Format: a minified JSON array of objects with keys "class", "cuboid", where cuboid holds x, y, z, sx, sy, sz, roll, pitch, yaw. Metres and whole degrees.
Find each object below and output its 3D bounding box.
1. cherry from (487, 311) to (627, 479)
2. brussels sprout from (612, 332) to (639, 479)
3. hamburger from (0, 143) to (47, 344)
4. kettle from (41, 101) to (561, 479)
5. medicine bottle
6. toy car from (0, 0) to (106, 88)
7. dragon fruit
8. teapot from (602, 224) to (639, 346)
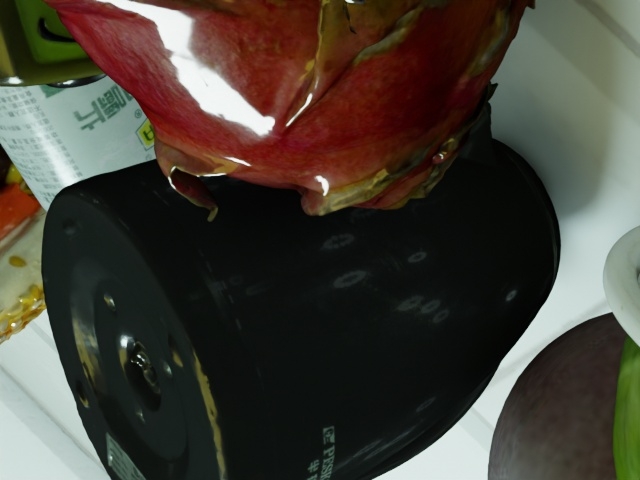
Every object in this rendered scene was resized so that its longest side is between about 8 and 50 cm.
[{"class":"cherry","cuboid":[0.196,0.155,0.757,0.239,0.206,0.239,27,153,15]},{"class":"brussels sprout","cuboid":[0.254,0.093,0.556,0.271,0.219,0.210,26,148,-5]},{"class":"hamburger","cuboid":[-0.379,-0.014,1.304,0.250,0.330,0.330,55,156,-11]},{"class":"kettle","cuboid":[0.008,0.051,0.781,0.207,0.290,0.268,41,140,39]},{"class":"medicine bottle","cuboid":[-0.192,-0.109,1.056,0.141,0.141,0.293,21,147,45]},{"class":"toy car","cuboid":[-0.172,-0.162,0.784,0.248,0.198,0.204,4,120,27]},{"class":"dragon fruit","cuboid":[-0.020,-0.155,0.573,0.250,0.250,0.315,34,162,26]},{"class":"teapot","cuboid":[0.194,0.059,0.383,0.245,0.116,0.159,32,148,16]}]
